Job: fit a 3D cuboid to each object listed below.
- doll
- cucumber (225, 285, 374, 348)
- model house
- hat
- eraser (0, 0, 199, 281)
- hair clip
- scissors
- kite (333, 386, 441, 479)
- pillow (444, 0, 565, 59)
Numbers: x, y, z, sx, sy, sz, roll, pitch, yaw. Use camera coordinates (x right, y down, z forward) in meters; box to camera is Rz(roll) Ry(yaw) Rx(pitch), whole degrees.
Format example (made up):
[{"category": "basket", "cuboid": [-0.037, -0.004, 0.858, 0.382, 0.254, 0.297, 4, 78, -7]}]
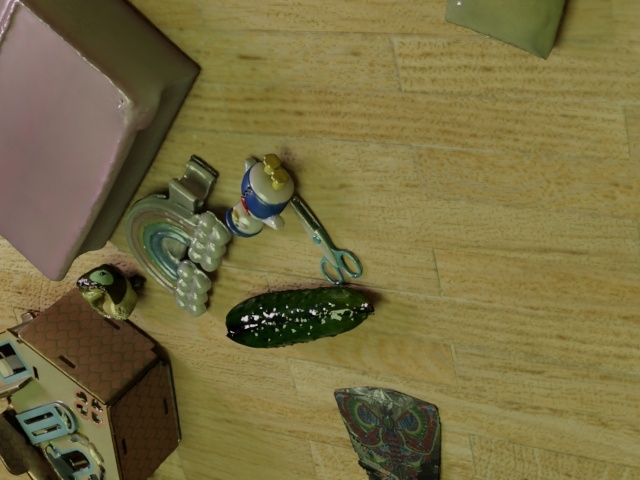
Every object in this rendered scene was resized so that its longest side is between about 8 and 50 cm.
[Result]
[{"category": "doll", "cuboid": [-0.072, -0.045, 1.727, 0.099, 0.057, 0.143, 66, 147, 21]}, {"category": "cucumber", "cuboid": [-0.025, 0.091, 1.777, 0.227, 0.069, 0.069, -11, 111, 38]}, {"category": "model house", "cuboid": [-0.317, 0.232, 2.031, 0.244, 0.169, 0.326, -22, 103, 43]}, {"category": "hat", "cuboid": [-0.274, 0.063, 1.960, 0.077, 0.059, 0.076, 4, 137, 43]}, {"category": "eraser", "cuboid": [-0.331, -0.155, 1.811, 0.272, 0.122, 0.359, 44, 137, 6]}, {"category": "hair clip", "cuboid": [-0.176, -0.008, 1.845, 0.140, 0.054, 0.220, 33, 138, 8]}, {"category": "scissors", "cuboid": [0.000, 0.000, 1.727, 0.058, 0.014, 0.119, -25, 105, 44]}, {"category": "kite", "cuboid": [0.105, 0.307, 1.852, 0.152, 0.015, 0.285, 4, 120, 37]}, {"category": "pillow", "cuboid": [0.181, -0.269, 1.371, 0.119, 0.053, 0.208, 29, 136, 23]}]
